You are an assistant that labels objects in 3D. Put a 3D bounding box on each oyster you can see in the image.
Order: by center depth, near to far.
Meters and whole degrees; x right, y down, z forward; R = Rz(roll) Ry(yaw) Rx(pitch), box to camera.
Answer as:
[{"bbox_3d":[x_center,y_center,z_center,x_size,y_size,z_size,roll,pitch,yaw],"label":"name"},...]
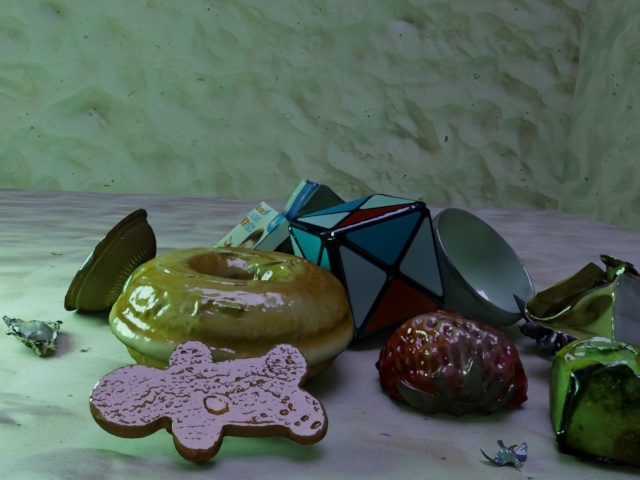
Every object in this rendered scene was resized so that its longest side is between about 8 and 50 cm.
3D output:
[{"bbox_3d":[-0.540,0.170,1.317,0.108,0.053,0.166,20,-3,-23],"label":"oyster"}]

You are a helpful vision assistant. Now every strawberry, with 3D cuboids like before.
[{"bbox_3d":[0.234,0.193,1.282,0.265,0.149,0.336,3,10,0],"label":"strawberry"}]

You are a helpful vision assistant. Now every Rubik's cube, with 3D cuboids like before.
[{"bbox_3d":[0.097,0.051,1.542,0.250,0.246,0.248,-18,14,-21],"label":"Rubik's cube"}]

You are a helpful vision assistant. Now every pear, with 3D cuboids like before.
[{"bbox_3d":[0.491,0.243,1.110,0.238,0.163,0.255,7,9,13],"label":"pear"}]

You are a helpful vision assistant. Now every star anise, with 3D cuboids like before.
[{"bbox_3d":[0.496,0.187,1.539,0.205,0.061,0.180,-6,54,-46],"label":"star anise"}]

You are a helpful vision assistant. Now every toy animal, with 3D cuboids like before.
[{"bbox_3d":[0.275,0.307,1.015,0.084,0.028,0.050,-1,4,-24],"label":"toy animal"}]

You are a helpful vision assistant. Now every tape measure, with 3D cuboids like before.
[{"bbox_3d":[-0.002,-0.001,1.867,0.262,0.259,0.138,29,2,-30],"label":"tape measure"}]

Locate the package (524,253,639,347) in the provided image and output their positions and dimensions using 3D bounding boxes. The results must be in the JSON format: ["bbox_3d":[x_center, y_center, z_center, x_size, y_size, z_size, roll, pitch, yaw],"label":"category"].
[{"bbox_3d":[0.588,0.145,1.384,0.311,0.165,0.221,24,-2,-37],"label":"package"}]

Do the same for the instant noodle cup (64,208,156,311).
[{"bbox_3d":[-0.426,0.064,1.521,0.091,0.274,0.274,34,13,2],"label":"instant noodle cup"}]

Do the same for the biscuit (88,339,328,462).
[{"bbox_3d":[-0.162,0.227,1.012,0.324,0.049,0.205,-1,39,-18],"label":"biscuit"}]

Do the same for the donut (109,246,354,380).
[{"bbox_3d":[-0.156,0.135,1.291,0.449,0.198,0.449,5,14,-1],"label":"donut"}]

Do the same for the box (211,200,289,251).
[{"bbox_3d":[-0.201,0.021,1.798,0.048,0.265,0.273,48,-5,-19],"label":"box"}]

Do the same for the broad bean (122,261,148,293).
[{"bbox_3d":[-0.355,0.103,1.483,0.072,0.153,0.206,19,-13,1],"label":"broad bean"}]

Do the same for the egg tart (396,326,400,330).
[{"bbox_3d":[0.212,0.180,1.586,0.130,0.052,0.130,5,13,-1],"label":"egg tart"}]

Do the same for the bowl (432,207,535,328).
[{"bbox_3d":[0.344,0.085,1.663,0.307,0.163,0.307,24,41,-23],"label":"bowl"}]
